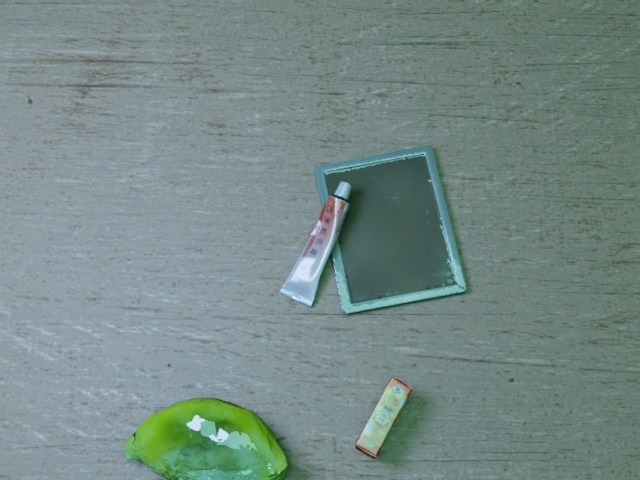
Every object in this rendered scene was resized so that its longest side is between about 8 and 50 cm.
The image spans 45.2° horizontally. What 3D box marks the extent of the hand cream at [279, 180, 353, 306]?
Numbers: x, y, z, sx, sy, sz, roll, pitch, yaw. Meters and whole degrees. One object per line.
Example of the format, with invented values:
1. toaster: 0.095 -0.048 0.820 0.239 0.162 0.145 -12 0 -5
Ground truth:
1. hand cream: 0.000 0.000 1.284 0.052 0.038 0.216 19 83 44

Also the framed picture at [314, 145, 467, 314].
1. framed picture: 0.116 -0.021 1.309 0.217 0.017 0.274 -9 73 -2

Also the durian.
1. durian: -0.168 0.308 1.164 0.250 0.101 0.139 17 74 6

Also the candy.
1. candy: 0.098 0.274 1.191 0.038 0.062 0.122 28 74 9
